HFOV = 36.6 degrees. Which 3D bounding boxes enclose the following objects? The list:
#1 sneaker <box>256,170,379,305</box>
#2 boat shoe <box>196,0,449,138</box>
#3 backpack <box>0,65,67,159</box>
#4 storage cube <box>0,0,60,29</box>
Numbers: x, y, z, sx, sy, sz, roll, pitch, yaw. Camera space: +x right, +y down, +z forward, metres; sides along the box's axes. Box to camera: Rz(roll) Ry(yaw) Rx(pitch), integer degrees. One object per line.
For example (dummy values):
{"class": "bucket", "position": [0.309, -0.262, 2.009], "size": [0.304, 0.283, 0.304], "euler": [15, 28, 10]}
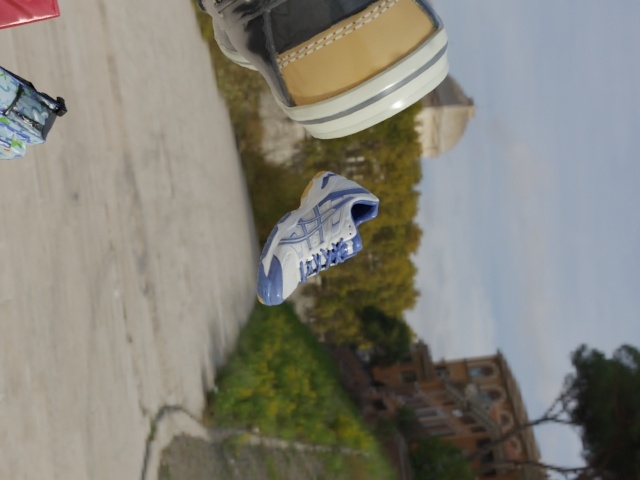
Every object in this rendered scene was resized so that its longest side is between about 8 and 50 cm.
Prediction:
{"class": "sneaker", "position": [0.000, 0.000, 1.656], "size": [0.296, 0.131, 0.111], "euler": [-58, 160, -32]}
{"class": "boat shoe", "position": [-0.024, -0.235, 0.857], "size": [0.156, 0.187, 0.500], "euler": [59, 3, -24]}
{"class": "backpack", "position": [-0.339, -0.135, 0.980], "size": [0.114, 0.105, 0.084], "euler": [40, 64, -42]}
{"class": "storage cube", "position": [-0.510, -0.403, 1.396], "size": [0.215, 0.193, 0.183], "euler": [34, -43, 56]}
